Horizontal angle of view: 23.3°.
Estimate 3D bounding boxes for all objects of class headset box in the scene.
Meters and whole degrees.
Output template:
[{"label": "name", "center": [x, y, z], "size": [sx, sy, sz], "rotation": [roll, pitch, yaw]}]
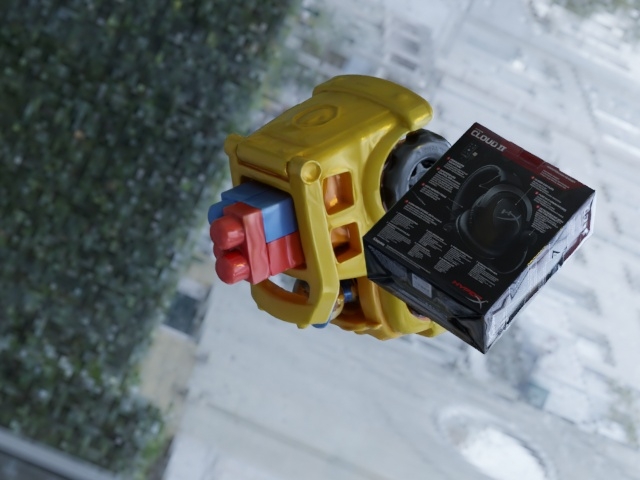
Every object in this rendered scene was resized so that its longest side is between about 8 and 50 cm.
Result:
[{"label": "headset box", "center": [0.067, -0.005, 0.629], "size": [0.083, 0.062, 0.032], "rotation": [-45, 152, -24]}]

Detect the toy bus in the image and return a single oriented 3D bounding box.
[{"label": "toy bus", "center": [0.000, 0.000, 1.275], "size": [0.149, 0.211, 0.220], "rotation": [21, -50, 48]}]
